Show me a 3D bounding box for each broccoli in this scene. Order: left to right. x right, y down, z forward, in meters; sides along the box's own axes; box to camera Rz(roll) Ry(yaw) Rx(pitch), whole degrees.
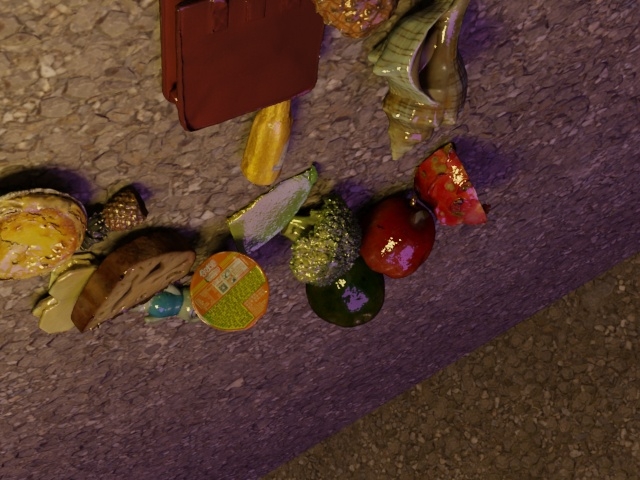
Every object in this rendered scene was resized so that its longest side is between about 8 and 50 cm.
[{"bbox_3d":[0.002,0.002,2.026,0.176,0.226,0.198,40,74,-28],"label":"broccoli"}]

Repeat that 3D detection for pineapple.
[{"bbox_3d":[-0.391,-0.034,1.685,0.159,0.074,0.074,-26,155,5],"label":"pineapple"},{"bbox_3d":[0.001,-0.389,1.266,0.128,0.128,0.248,-36,128,17],"label":"pineapple"}]

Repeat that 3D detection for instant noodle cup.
[{"bbox_3d":[-0.199,0.103,1.978,0.168,0.168,0.185,-23,-175,-10],"label":"instant noodle cup"}]

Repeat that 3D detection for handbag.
[{"bbox_3d":[-0.114,-0.304,1.426,0.260,0.084,0.275,-21,152,-18],"label":"handbag"}]

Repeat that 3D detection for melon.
[{"bbox_3d":[-0.103,-0.073,1.938,0.262,0.053,0.114,-40,134,17],"label":"melon"}]

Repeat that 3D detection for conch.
[{"bbox_3d":[0.167,-0.315,1.621,0.203,0.170,0.386,-32,130,-50],"label":"conch"}]

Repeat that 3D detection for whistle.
[{"bbox_3d":[-0.333,0.139,2.058,0.236,0.077,0.114,5,120,-44],"label":"whistle"}]

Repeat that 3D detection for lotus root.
[{"bbox_3d":[-0.362,0.066,1.825,0.261,0.074,0.170,-29,158,-30],"label":"lotus root"}]

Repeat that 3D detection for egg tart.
[{"bbox_3d":[-0.506,-0.020,1.567,0.234,0.094,0.234,-19,152,-11],"label":"egg tart"}]

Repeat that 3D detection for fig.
[{"bbox_3d":[0.052,0.098,2.230,0.195,0.195,0.245,-27,148,-1],"label":"fig"}]

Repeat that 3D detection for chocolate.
[{"bbox_3d":[-0.092,-0.192,1.672,0.086,0.085,0.219,-16,150,-23],"label":"chocolate"}]

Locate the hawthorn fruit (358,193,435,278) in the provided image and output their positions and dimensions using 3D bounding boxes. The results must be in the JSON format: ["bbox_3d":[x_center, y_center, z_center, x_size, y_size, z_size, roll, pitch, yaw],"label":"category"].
[{"bbox_3d":[0.176,-0.019,2.148,0.185,0.185,0.202,-4,131,-40],"label":"hawthorn fruit"}]

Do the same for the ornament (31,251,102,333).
[{"bbox_3d":[-0.472,0.098,1.869,0.180,0.059,0.201,-10,148,-42],"label":"ornament"}]

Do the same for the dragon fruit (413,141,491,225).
[{"bbox_3d":[0.297,-0.095,2.127,0.126,0.161,0.274,-32,156,3],"label":"dragon fruit"}]
